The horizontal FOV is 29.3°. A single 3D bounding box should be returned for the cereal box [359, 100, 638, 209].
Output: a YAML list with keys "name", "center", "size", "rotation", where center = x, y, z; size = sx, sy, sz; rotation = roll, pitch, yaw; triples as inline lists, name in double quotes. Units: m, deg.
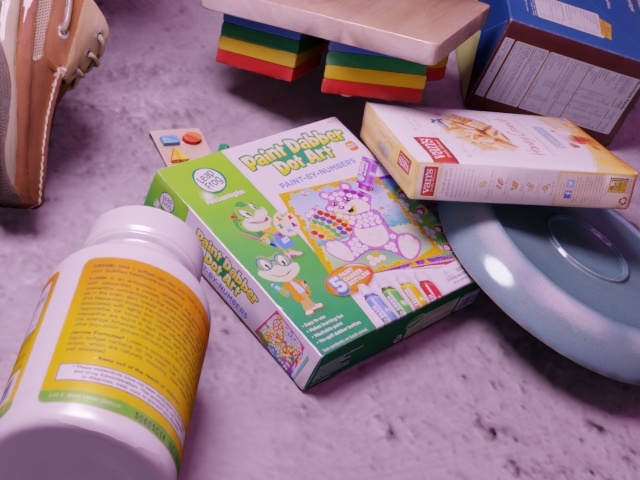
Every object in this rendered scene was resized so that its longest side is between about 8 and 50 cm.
- name: "cereal box"
  center: [0.177, -0.088, 1.254]
  size: [0.240, 0.047, 0.173]
  rotation: [3, 25, -19]

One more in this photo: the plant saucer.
- name: "plant saucer"
  center: [0.268, 0.020, 1.272]
  size: [0.317, 0.044, 0.318]
  rotation: [25, 31, -16]

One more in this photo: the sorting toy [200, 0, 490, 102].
- name: "sorting toy"
  center: [0.031, -0.227, 1.343]
  size: [0.255, 0.089, 0.257]
  rotation: [17, 24, 14]

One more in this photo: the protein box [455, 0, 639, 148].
- name: "protein box"
  center: [0.290, -0.251, 1.542]
  size: [0.201, 0.136, 0.200]
  rotation: [15, 41, -14]

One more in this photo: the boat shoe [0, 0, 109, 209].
- name: "boat shoe"
  center: [-0.247, -0.190, 1.092]
  size: [0.119, 0.122, 0.324]
  rotation: [2, 86, -28]

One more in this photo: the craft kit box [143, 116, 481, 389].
- name: "craft kit box"
  center: [0.000, 0.000, 1.184]
  size: [0.249, 0.061, 0.246]
  rotation: [-22, 58, -43]

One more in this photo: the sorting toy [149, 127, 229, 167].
- name: "sorting toy"
  center: [-0.126, -0.096, 1.245]
  size: [0.083, 0.012, 0.062]
  rotation: [-8, 51, -34]

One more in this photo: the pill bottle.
- name: "pill bottle"
  center: [-0.158, 0.089, 0.935]
  size: [0.136, 0.136, 0.246]
  rotation: [19, 41, -10]
